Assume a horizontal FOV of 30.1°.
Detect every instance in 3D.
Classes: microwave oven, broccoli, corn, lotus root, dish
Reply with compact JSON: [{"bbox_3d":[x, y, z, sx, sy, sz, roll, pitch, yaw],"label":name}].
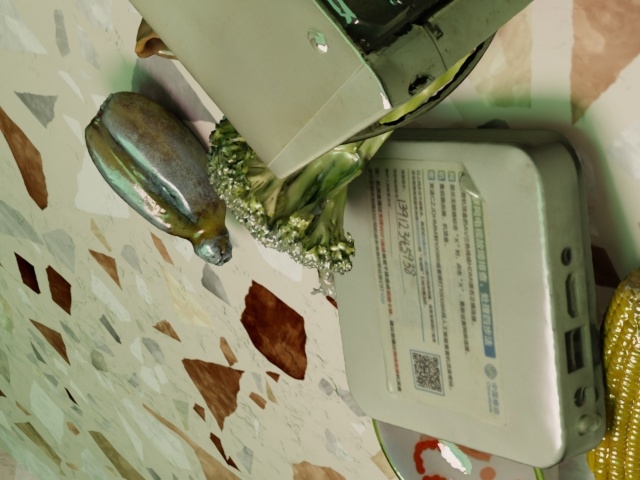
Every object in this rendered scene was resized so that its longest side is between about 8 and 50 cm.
[{"bbox_3d":[0.053,-0.297,1.104,0.333,0.394,0.247,50,148,-1],"label":"microwave oven"},{"bbox_3d":[0.033,-0.118,1.395,0.221,0.252,0.361,43,134,-17],"label":"broccoli"},{"bbox_3d":[0.387,0.173,1.432,0.131,0.131,0.344,27,138,33],"label":"corn"},{"bbox_3d":[-0.242,-0.101,1.920,0.158,0.140,0.322,-35,101,34],"label":"lotus root"},{"bbox_3d":[0.230,0.282,1.743,0.324,0.124,0.324,30,136,34],"label":"dish"}]

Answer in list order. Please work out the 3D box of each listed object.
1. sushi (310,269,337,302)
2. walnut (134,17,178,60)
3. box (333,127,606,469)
[{"bbox_3d":[0.005,-0.004,1.720,0.139,0.131,0.291,-2,129,50],"label":"sushi"},{"bbox_3d":[-0.105,-0.264,1.564,0.238,0.141,0.204,23,174,-39],"label":"walnut"},{"bbox_3d":[0.171,0.059,1.489,0.396,0.111,0.396,9,110,51],"label":"box"}]
